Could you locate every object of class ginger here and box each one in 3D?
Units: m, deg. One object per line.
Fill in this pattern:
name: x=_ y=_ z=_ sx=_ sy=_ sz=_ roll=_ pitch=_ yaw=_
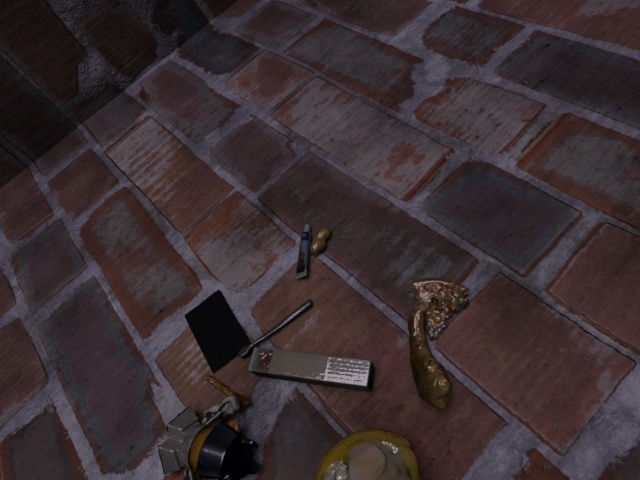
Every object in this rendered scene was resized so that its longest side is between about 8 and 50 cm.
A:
ginger: x=0.290 y=0.313 z=1.177 sx=0.086 sy=0.131 sz=0.294 roll=-3 pitch=55 yaw=-5

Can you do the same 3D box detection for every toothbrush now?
toothbrush: x=-0.145 y=0.290 z=1.399 sx=0.297 sy=0.030 sz=0.030 roll=-37 pitch=46 yaw=-6

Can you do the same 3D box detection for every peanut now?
peanut: x=0.000 y=0.000 z=1.512 sx=0.054 sy=0.054 sz=0.113 roll=17 pitch=65 yaw=27

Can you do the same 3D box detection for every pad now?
pad: x=-0.360 y=0.310 z=1.475 sx=0.159 sy=0.009 sz=0.265 roll=-37 pitch=57 yaw=-5

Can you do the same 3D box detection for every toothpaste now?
toothpaste: x=-0.057 y=0.036 z=1.515 sx=0.062 sy=0.037 sz=0.216 roll=-29 pitch=46 yaw=46

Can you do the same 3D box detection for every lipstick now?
lipstick: x=-0.028 y=0.384 z=1.271 sx=0.371 sy=0.076 sz=0.080 roll=1 pitch=59 yaw=20

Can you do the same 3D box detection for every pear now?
pear: x=0.125 y=0.585 z=1.012 sx=0.271 sy=0.271 sz=0.271 roll=-9 pitch=58 yaw=14

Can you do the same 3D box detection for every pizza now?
pizza: x=0.344 y=0.201 z=1.270 sx=0.185 sy=0.052 sz=0.195 roll=4 pitch=62 yaw=25

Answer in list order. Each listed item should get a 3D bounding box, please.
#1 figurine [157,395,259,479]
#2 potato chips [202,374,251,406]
figurine: x=-0.315 y=0.597 z=1.204 sx=0.308 sy=0.143 sz=0.308 roll=-8 pitch=73 yaw=27
potato chips: x=-0.294 y=0.473 z=1.338 sx=0.204 sy=0.037 sz=0.026 roll=18 pitch=57 yaw=33
